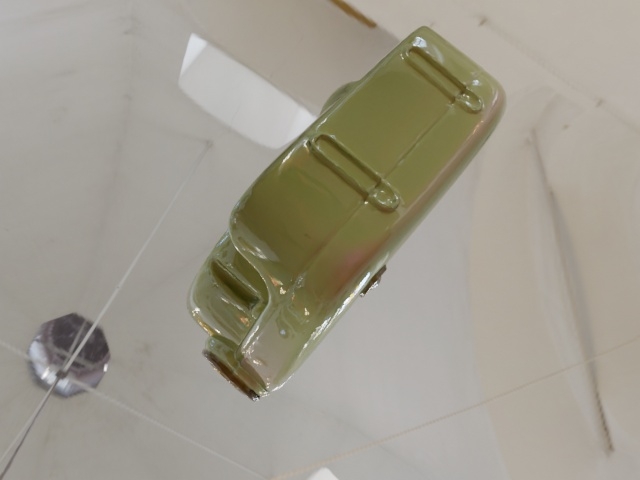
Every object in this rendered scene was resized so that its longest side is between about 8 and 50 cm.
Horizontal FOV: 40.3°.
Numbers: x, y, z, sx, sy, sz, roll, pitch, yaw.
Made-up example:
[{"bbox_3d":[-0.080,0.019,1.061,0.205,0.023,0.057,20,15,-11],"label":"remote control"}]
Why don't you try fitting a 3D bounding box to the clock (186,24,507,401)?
[{"bbox_3d":[0.000,0.000,0.763,0.117,0.348,0.286,40,-127,3],"label":"clock"}]
